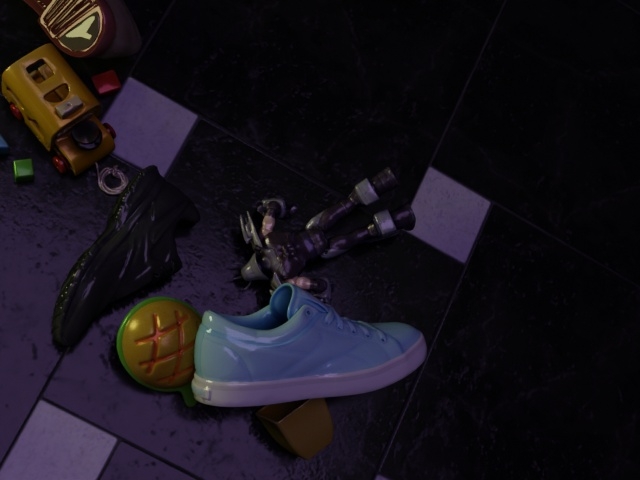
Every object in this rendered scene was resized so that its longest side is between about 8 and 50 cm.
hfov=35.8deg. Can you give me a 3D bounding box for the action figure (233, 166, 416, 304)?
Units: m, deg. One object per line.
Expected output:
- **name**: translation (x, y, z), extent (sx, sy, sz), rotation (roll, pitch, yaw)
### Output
- **action figure**: translation (0.000, 0.000, 1.487), extent (0.285, 0.099, 0.185), rotation (-26, 91, -9)

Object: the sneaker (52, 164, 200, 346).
- **sneaker**: translation (-0.269, 0.034, 1.394), extent (0.130, 0.109, 0.286), rotation (36, 72, -14)

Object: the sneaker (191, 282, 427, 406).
- **sneaker**: translation (-0.002, 0.132, 1.388), extent (0.365, 0.135, 0.150), rotation (-7, 105, -31)

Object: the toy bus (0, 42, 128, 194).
- **toy bus**: translation (-0.364, -0.180, 1.416), extent (0.202, 0.104, 0.191), rotation (7, 74, -15)

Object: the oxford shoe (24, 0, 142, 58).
- **oxford shoe**: translation (-0.392, -0.398, 1.478), extent (0.123, 0.130, 0.348), rotation (-38, 75, 21)

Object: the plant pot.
- **plant pot**: translation (-0.028, 0.264, 1.419), extent (0.081, 0.081, 0.083), rotation (-34, 106, -22)

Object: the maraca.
- **maraca**: translation (-0.202, 0.156, 1.386), extent (0.185, 0.099, 0.127), rotation (41, 78, -30)
